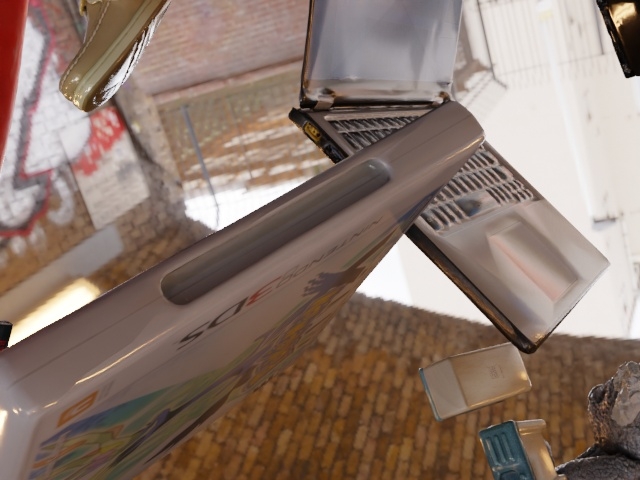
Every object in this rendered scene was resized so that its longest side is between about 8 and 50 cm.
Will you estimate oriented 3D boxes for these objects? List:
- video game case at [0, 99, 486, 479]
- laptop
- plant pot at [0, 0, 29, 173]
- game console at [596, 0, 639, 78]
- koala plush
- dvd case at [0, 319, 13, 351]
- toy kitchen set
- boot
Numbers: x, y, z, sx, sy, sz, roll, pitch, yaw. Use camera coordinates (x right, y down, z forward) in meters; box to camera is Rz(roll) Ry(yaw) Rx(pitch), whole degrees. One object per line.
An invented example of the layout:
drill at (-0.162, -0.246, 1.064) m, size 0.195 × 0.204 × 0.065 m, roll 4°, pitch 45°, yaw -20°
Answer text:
video game case at (-0.073, 0.073, 0.560) m, size 0.300 × 0.036 × 0.329 m, roll -32°, pitch 167°, yaw -35°
laptop at (0.160, -0.161, 0.827) m, size 0.236 × 0.408 × 0.382 m, roll -49°, pitch 167°, yaw 24°
plant pot at (-0.236, -0.139, 0.323) m, size 0.243 × 0.274 × 0.275 m, roll 6°, pitch -165°, yaw -13°
game console at (0.425, -0.286, 1.229) m, size 0.071 × 0.122 × 0.107 m, roll -12°, pitch -155°, yaw 37°
koala plush at (0.362, 0.239, 1.060) m, size 0.196 × 0.221 × 0.203 m, roll 14°, pitch -167°, yaw -37°
dvd case at (-0.242, 0.085, 0.530) m, size 0.013 × 0.087 × 0.119 m, roll 15°, pitch -177°, yaw 41°
toy kitchen set at (0.136, 0.231, 0.917) m, size 0.166 × 0.207 × 0.122 m, roll -31°, pitch 161°, yaw 38°
boot at (-0.188, -0.213, 0.680) m, size 0.077 × 0.165 × 0.213 m, roll -32°, pitch -147°, yaw 63°
